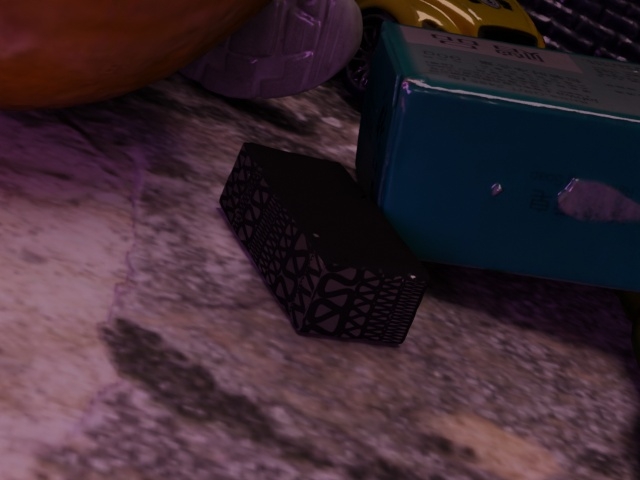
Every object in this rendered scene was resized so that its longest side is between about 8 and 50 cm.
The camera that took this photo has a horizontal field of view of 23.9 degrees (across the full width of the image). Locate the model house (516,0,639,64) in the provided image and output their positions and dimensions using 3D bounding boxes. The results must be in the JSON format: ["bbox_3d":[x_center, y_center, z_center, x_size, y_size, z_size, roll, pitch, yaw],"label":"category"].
[{"bbox_3d":[0.207,-0.152,1.168,0.194,0.170,0.211,27,50,-7],"label":"model house"}]

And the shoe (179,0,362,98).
[{"bbox_3d":[-0.057,-0.161,0.937,0.227,0.099,0.125,28,26,24],"label":"shoe"}]

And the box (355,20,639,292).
[{"bbox_3d":[0.146,-0.040,0.801,0.245,0.092,0.153,10,18,-4],"label":"box"}]

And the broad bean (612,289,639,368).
[{"bbox_3d":[0.178,0.061,0.736,0.060,0.043,0.297,10,22,0],"label":"broad bean"}]

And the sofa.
[{"bbox_3d":[0.000,0.000,0.712,0.060,0.039,0.118,8,27,-29],"label":"sofa"}]

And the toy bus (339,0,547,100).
[{"bbox_3d":[0.030,-0.209,1.060,0.145,0.151,0.331,2,29,-44],"label":"toy bus"}]

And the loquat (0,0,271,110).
[{"bbox_3d":[-0.139,-0.222,0.725,0.328,0.328,0.328,19,23,-8],"label":"loquat"}]
